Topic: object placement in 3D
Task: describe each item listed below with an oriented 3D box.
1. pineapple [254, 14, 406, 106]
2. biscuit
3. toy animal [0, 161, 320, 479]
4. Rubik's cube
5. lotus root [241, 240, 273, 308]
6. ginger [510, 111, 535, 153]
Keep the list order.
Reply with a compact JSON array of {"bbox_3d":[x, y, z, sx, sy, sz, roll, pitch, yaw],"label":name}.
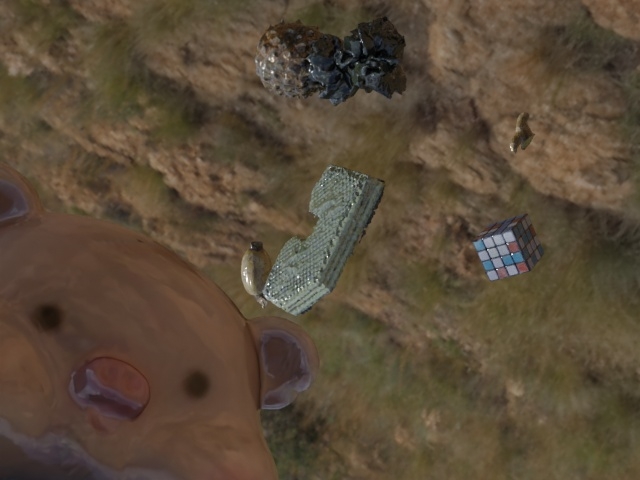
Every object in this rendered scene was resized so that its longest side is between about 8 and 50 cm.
[{"bbox_3d":[0.017,-0.246,1.124,0.237,0.111,0.119,15,151,38],"label":"pineapple"},{"bbox_3d":[0.000,0.000,1.271,0.046,0.250,0.147,27,-179,-31],"label":"biscuit"},{"bbox_3d":[-0.137,0.118,0.415,0.210,0.230,0.221,26,136,-20],"label":"toy animal"},{"bbox_3d":[0.371,0.014,1.610,0.092,0.092,0.092,-18,101,39],"label":"Rubik's cube"},{"bbox_3d":[-0.139,0.077,1.797,0.063,0.072,0.152,-57,-41,-78],"label":"lotus root"},{"bbox_3d":[0.423,-0.219,1.687,0.048,0.097,0.030,27,161,-19],"label":"ginger"}]
